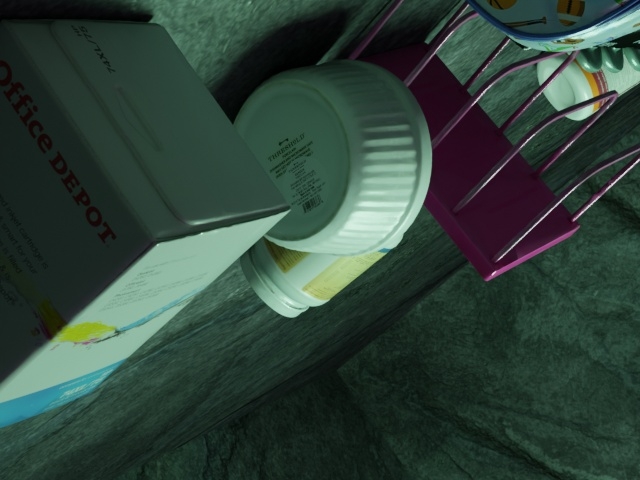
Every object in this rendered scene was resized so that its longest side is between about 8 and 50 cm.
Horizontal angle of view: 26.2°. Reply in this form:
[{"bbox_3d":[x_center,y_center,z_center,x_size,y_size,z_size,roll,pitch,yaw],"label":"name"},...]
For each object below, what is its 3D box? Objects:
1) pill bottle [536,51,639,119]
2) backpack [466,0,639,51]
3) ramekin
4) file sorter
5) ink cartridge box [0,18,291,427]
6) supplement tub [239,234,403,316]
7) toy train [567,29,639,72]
[{"bbox_3d":[0.454,-0.289,2.125,0.221,0.121,0.121,-33,169,-16],"label":"pill bottle"},{"bbox_3d":[0.216,-0.280,1.099,0.263,0.277,0.213,-33,166,23],"label":"backpack"},{"bbox_3d":[0.000,-0.084,1.406,0.207,0.207,0.109,-43,158,32],"label":"ramekin"},{"bbox_3d":[0.192,-0.144,1.495,0.202,0.291,0.182,-23,160,-50],"label":"file sorter"},{"bbox_3d":[-0.208,-0.011,1.061,0.270,0.198,0.197,-41,168,27],"label":"ink cartridge box"},{"bbox_3d":[0.000,0.000,1.898,0.199,0.144,0.144,-39,169,21],"label":"supplement tub"},{"bbox_3d":[0.365,-0.303,1.612,0.142,0.190,0.334,-19,176,32],"label":"toy train"}]
